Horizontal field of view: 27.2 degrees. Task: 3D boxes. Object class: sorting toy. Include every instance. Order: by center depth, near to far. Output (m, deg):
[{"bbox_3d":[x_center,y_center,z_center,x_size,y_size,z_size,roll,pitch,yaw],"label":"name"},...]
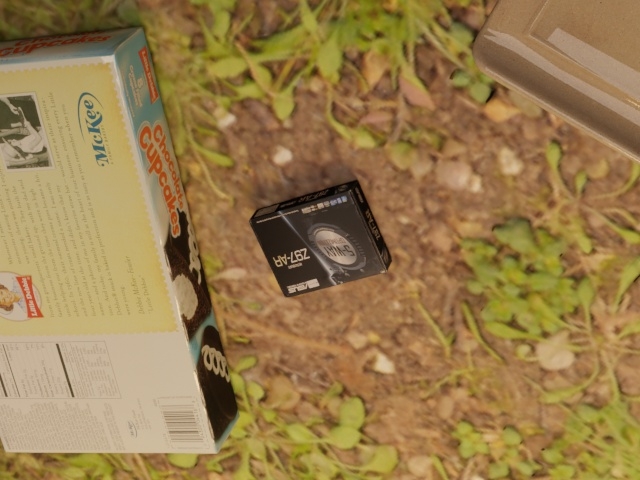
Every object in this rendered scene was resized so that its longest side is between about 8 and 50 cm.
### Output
[{"bbox_3d":[0.210,-0.147,0.775,0.347,0.047,0.196,30,117,0],"label":"sorting toy"}]

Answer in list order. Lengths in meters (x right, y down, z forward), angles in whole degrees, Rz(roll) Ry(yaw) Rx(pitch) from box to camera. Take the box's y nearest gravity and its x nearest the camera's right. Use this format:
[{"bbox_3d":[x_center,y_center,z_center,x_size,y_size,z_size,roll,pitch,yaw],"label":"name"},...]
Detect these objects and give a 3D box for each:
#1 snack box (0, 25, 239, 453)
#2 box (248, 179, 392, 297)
[{"bbox_3d":[-0.185,0.011,0.975,0.187,0.060,0.322,-2,116,18],"label":"snack box"},{"bbox_3d":[0.000,0.000,0.934,0.083,0.018,0.067,-15,111,24],"label":"box"}]
